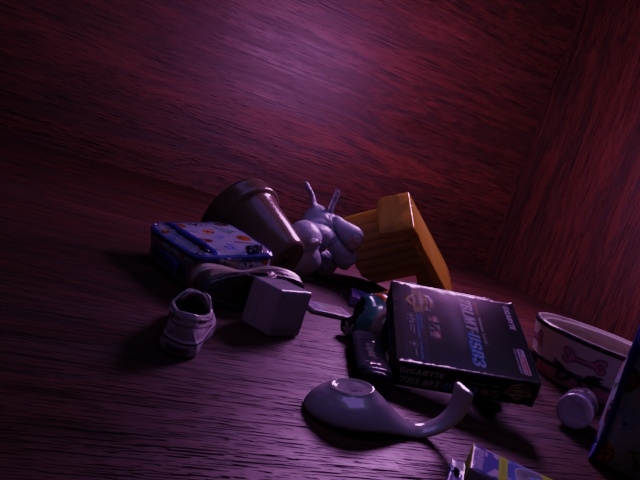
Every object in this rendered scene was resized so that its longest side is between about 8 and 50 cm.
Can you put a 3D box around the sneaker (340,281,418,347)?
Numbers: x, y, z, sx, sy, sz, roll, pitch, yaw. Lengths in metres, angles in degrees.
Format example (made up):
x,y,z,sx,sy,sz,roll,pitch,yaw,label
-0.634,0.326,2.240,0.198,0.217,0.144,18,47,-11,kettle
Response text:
x,y,z,sx,sy,sz,roll,pitch,yaw,label
0.151,0.165,1.673,0.121,0.108,0.302,12,19,24,sneaker

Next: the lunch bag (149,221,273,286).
x,y,z,sx,sy,sz,roll,pitch,yaw,label
-0.273,0.034,1.649,0.243,0.115,0.303,0,16,-39,lunch bag

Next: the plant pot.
x,y,z,sx,sy,sz,roll,pitch,yaw,label
-0.174,-0.005,1.896,0.229,0.263,0.263,43,17,23,plant pot

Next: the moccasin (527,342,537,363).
x,y,z,sx,sy,sz,roll,pitch,yaw,label
0.376,0.230,1.719,0.380,0.139,0.147,16,23,-22,moccasin

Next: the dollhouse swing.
x,y,z,sx,sy,sz,roll,pitch,yaw,label
0.232,0.070,2.265,0.347,0.305,0.315,59,18,-29,dollhouse swing

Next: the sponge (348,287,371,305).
x,y,z,sx,sy,sz,roll,pitch,yaw,label
0.186,0.195,2.007,0.210,0.031,0.117,19,6,-2,sponge

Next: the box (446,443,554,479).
x,y,z,sx,sy,sz,roll,pitch,yaw,label
0.276,0.355,0.982,0.178,0.042,0.109,22,7,13,box

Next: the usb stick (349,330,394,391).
x,y,z,sx,sy,sz,roll,pitch,yaw,label
0.101,0.240,1.386,0.077,0.045,0.278,19,7,-3,usb stick

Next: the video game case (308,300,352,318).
x,y,z,sx,sy,sz,roll,pitch,yaw,label
0.017,0.180,1.763,0.122,0.011,0.087,15,8,-27,video game case

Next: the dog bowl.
x,y,z,sx,sy,sz,roll,pitch,yaw,label
0.793,0.350,1.945,0.408,0.150,0.408,19,8,-3,dog bowl

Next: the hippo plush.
x,y,z,sx,sy,sz,roll,pitch,yaw,label
0.000,0.000,2.128,0.234,0.294,0.236,14,19,15,hippo plush

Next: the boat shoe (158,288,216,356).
x,y,z,sx,sy,sz,roll,pitch,yaw,label
-0.224,0.130,1.212,0.095,0.084,0.258,17,7,-11,boat shoe

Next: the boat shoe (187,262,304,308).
x,y,z,sx,sy,sz,roll,pitch,yaw,label
-0.153,0.111,1.513,0.285,0.103,0.092,11,17,-35,boat shoe

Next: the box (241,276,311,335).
x,y,z,sx,sy,sz,roll,pitch,yaw,label
-0.092,0.138,1.426,0.087,0.102,0.101,22,7,38,box

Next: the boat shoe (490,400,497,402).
x,y,z,sx,sy,sz,roll,pitch,yaw,label
0.374,0.303,1.542,0.083,0.076,0.226,-25,4,18,boat shoe

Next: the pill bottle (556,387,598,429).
x,y,z,sx,sy,sz,roll,pitch,yaw,label
0.573,0.369,1.509,0.078,0.078,0.137,23,7,27,pill bottle

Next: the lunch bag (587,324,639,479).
x,y,z,sx,sy,sz,roll,pitch,yaw,label
0.728,0.291,1.271,0.327,0.385,0.239,23,8,23,lunch bag

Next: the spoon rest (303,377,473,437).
x,y,z,sx,sy,sz,roll,pitch,yaw,label
0.108,0.274,1.097,0.276,0.084,0.137,3,10,-15,spoon rest

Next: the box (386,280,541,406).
x,y,z,sx,sy,sz,roll,pitch,yaw,label
0.291,0.212,1.454,0.293,0.073,0.295,9,29,-1,box
